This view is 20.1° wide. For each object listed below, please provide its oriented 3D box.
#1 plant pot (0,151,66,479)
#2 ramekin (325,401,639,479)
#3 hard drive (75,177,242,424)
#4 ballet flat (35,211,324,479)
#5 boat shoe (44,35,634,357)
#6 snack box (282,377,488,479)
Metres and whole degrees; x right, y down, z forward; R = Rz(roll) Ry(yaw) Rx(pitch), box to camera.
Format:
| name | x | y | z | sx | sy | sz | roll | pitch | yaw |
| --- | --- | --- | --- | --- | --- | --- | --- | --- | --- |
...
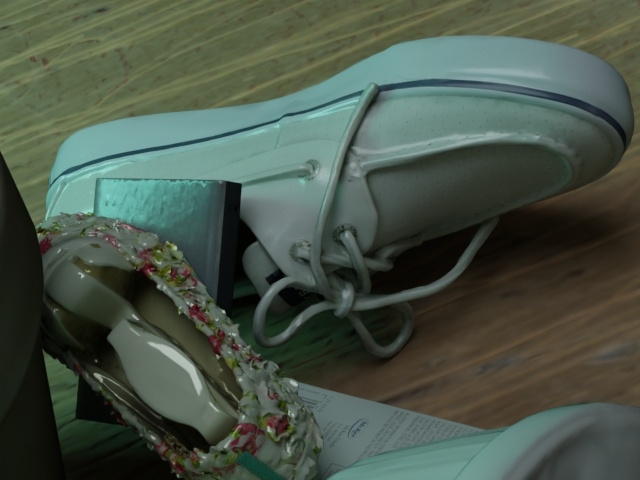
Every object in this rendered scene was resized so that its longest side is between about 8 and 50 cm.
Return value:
| name | x | y | z | sx | sy | sz | roll | pitch | yaw |
| --- | --- | --- | --- | --- | --- | --- | --- | --- | --- |
| plant pot | -0.259 | 0.110 | 0.894 | 0.323 | 0.280 | 0.323 | -9 | 47 | 10 |
| ramekin | 0.067 | 0.197 | 0.691 | 0.127 | 0.273 | 0.273 | -5 | 45 | 39 |
| hard drive | -0.088 | 0.034 | 0.976 | 0.094 | 0.022 | 0.135 | 2 | 87 | 38 |
| ballet flat | -0.091 | 0.046 | 0.911 | 0.241 | 0.077 | 0.091 | 35 | 89 | 34 |
| boat shoe | -0.005 | -0.004 | 1.012 | 0.367 | 0.136 | 0.156 | -8 | 54 | 22 |
| snack box | -0.018 | 0.201 | 0.838 | 0.187 | 0.060 | 0.322 | 12 | 42 | 28 |
